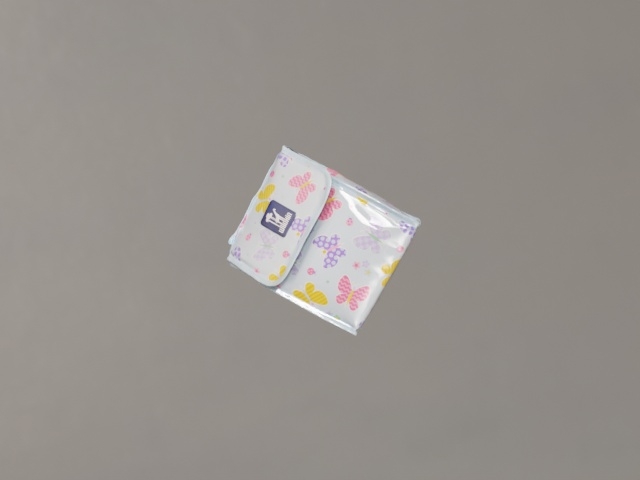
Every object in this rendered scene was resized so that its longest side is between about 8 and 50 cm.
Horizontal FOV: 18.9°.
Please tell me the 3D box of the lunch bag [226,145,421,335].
[{"bbox_3d":[0.000,0.000,0.996,0.083,0.071,0.053,31,4,4],"label":"lunch bag"}]
